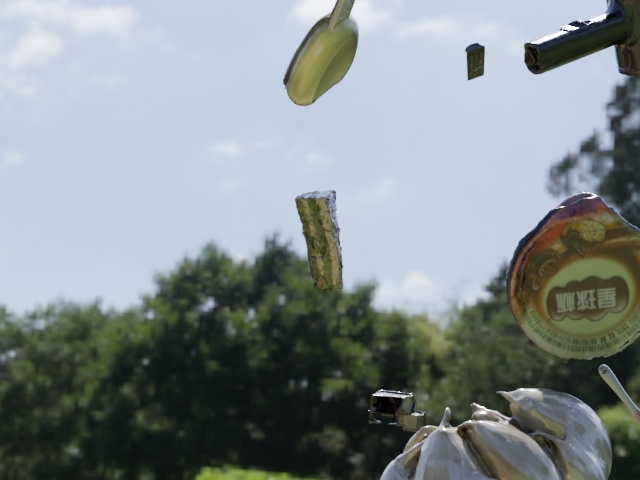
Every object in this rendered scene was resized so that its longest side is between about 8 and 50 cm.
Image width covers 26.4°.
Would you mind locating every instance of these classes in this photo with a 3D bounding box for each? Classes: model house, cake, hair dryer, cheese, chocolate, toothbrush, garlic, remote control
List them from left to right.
[{"bbox_3d":[0.000,0.000,1.824,0.051,0.140,0.055,-8,-4,20],"label":"cake"},{"bbox_3d":[0.018,-0.295,1.923,0.054,0.127,0.251,42,-32,11],"label":"cheese"},{"bbox_3d":[0.119,0.256,2.043,0.083,0.057,0.058,2,-1,21],"label":"model house"},{"bbox_3d":[0.238,-0.277,2.103,0.034,0.016,0.091,-21,-23,-2],"label":"remote control"},{"bbox_3d":[0.192,0.279,1.550,0.281,0.203,0.184,-19,18,13],"label":"garlic"},{"bbox_3d":[0.333,0.040,1.805,0.221,0.221,0.147,6,14,-7],"label":"chocolate"},{"bbox_3d":[0.369,-0.285,1.806,0.251,0.197,0.089,-28,27,-27],"label":"hair dryer"},{"bbox_3d":[0.462,0.261,1.957,0.017,0.204,0.022,-38,2,-8],"label":"toothbrush"}]
